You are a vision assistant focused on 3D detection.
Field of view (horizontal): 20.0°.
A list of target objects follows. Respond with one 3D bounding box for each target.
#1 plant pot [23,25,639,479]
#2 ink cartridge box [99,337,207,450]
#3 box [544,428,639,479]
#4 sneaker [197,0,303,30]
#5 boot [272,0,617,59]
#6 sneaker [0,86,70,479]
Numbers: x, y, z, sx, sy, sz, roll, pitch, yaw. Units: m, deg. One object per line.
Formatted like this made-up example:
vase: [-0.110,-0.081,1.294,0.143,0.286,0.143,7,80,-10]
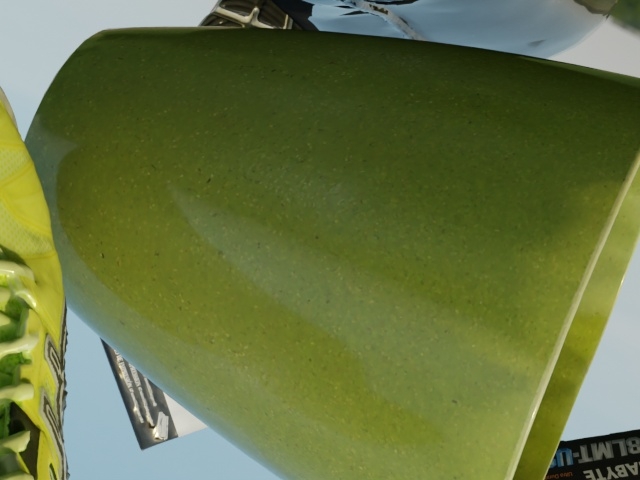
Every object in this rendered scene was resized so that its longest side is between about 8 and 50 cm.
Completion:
plant pot: [0.000,0.000,0.943,0.293,0.275,0.275,22,-170,13]
ink cartridge box: [-0.108,0.032,1.213,0.097,0.207,0.046,-19,-154,-6]
box: [0.164,0.300,1.773,0.293,0.295,0.073,-6,-126,-22]
sneaker: [-0.045,-0.184,1.518,0.107,0.279,0.118,33,160,-13]
boot: [0.129,-0.183,1.142,0.367,0.146,0.445,6,174,18]
sneaker: [-0.157,0.095,0.791,0.145,0.385,0.147,3,168,-32]
